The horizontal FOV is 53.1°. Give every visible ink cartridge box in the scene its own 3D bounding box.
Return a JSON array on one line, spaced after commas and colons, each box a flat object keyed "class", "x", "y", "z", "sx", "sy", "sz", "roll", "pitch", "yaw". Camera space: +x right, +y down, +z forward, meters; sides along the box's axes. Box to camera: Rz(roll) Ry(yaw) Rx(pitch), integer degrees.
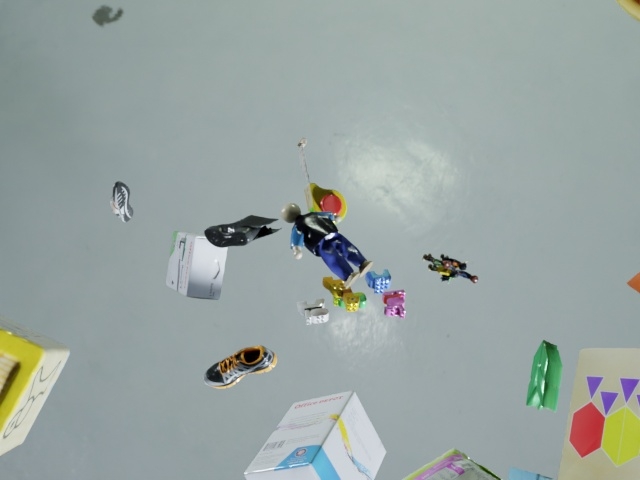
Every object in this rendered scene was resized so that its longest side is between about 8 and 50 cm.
[{"class": "ink cartridge box", "x": -0.003, "y": 0.529, "z": 1.531, "sx": 0.197, "sy": 0.198, "sz": 0.270, "roll": 62, "pitch": 32, "yaw": -11}, {"class": "ink cartridge box", "x": -0.333, "y": 0.062, "z": 1.711, "sx": 0.092, "sy": 0.219, "sz": 0.160, "roll": 8, "pitch": 90, "yaw": -27}]

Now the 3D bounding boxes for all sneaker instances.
[{"class": "sneaker", "x": -0.416, "y": -0.082, "z": 1.316, "sx": 0.043, "sy": 0.109, "sz": 0.040, "roll": 29, "pitch": 52, "yaw": 13}, {"class": "sneaker", "x": -0.177, "y": -0.024, "z": 1.448, "sx": 0.170, "sy": 0.051, "sz": 0.089, "roll": 3, "pitch": 30, "yaw": 39}, {"class": "sneaker", "x": -0.234, "y": 0.348, "z": 1.813, "sx": 0.214, "sy": 0.083, "sz": 0.084, "roll": -22, "pitch": 55, "yaw": -1}]

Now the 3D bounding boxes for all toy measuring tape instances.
[{"class": "toy measuring tape", "x": 0.012, "y": -0.161, "z": 1.993, "sx": 0.121, "sy": 0.121, "sz": 0.330, "roll": -11, "pitch": 82, "yaw": -5}]

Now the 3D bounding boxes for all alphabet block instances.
[{"class": "alphabet block", "x": -0.542, "y": 0.217, "z": 1.014, "sx": 0.193, "sy": 0.197, "sz": 0.193, "roll": 25, "pitch": 77, "yaw": -6}]

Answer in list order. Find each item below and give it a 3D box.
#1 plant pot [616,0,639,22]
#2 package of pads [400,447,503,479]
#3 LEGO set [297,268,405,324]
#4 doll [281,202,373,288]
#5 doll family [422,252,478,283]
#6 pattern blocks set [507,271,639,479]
[{"class": "plant pot", "x": 0.459, "y": -0.317, "z": 0.638, "sx": 0.238, "sy": 0.254, "sz": 0.254, "roll": -1, "pitch": 62, "yaw": -33}, {"class": "package of pads", "x": 0.114, "y": 0.430, "z": 0.855, "sx": 0.296, "sy": 0.229, "sz": 0.101, "roll": -12, "pitch": 31, "yaw": -43}, {"class": "LEGO set", "x": 0.073, "y": 0.120, "z": 1.267, "sx": 0.227, "sy": 0.087, "sz": 0.093, "roll": -6, "pitch": 35, "yaw": -11}, {"class": "doll", "x": 0.000, "y": 0.000, "z": 1.138, "sx": 0.189, "sy": 0.046, "sz": 0.129, "roll": 44, "pitch": 56, "yaw": 14}, {"class": "doll family", "x": 0.399, "y": 0.087, "z": 1.937, "sx": 0.192, "sy": 0.111, "sz": 0.076, "roll": -1, "pitch": 103, "yaw": -39}, {"class": "pattern blocks set", "x": 0.234, "y": 0.145, "z": 0.440, "sx": 0.026, "sy": 0.325, "sz": 0.286, "roll": 18, "pitch": 85, "yaw": -12}]
